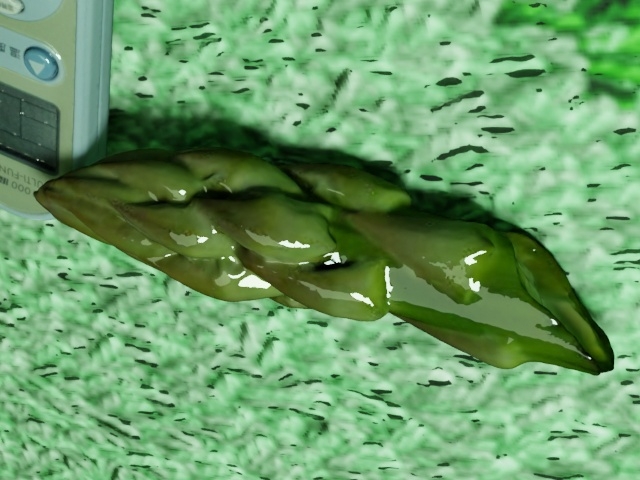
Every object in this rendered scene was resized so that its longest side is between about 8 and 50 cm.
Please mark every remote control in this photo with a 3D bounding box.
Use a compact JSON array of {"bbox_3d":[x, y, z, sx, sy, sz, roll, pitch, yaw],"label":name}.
[{"bbox_3d":[-0.139,-0.109,0.735,0.087,0.047,0.244,21,135,9],"label":"remote control"}]

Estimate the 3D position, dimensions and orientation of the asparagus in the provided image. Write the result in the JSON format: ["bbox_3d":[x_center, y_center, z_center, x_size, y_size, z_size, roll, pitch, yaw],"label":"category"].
[{"bbox_3d":[0.000,0.000,0.729,0.287,0.080,0.080,10,133,12],"label":"asparagus"}]
